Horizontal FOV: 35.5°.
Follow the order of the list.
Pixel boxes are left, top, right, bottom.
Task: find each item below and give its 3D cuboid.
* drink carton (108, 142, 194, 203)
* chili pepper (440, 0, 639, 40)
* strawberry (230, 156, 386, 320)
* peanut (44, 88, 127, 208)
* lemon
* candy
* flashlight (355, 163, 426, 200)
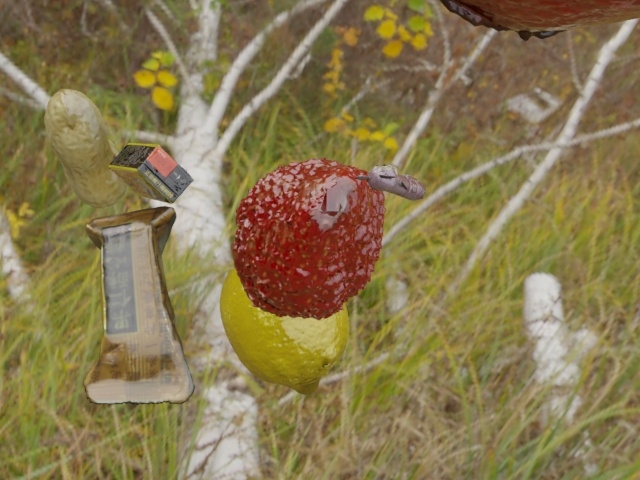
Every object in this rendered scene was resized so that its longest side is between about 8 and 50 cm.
[{"bbox_3d":[-0.237,-0.096,1.393,0.071,0.165,0.056,43,77,-23],"label":"drink carton"},{"bbox_3d":[0.250,-0.227,0.641,0.251,0.229,0.305,10,9,-44],"label":"chili pepper"},{"bbox_3d":[-0.003,0.000,1.532,0.261,0.261,0.257,-15,17,-37],"label":"strawberry"},{"bbox_3d":[-0.428,-0.171,1.829,0.111,0.275,0.125,-13,53,-4],"label":"peanut"},{"bbox_3d":[-0.068,0.152,1.973,0.245,0.245,0.320,-20,89,-40],"label":"lemon"},{"bbox_3d":[-0.251,0.090,1.338,0.143,0.101,0.272,-7,73,-4],"label":"candy"},{"bbox_3d":[0.088,-0.068,1.149,0.110,0.052,0.031,13,78,-53],"label":"flashlight"}]
